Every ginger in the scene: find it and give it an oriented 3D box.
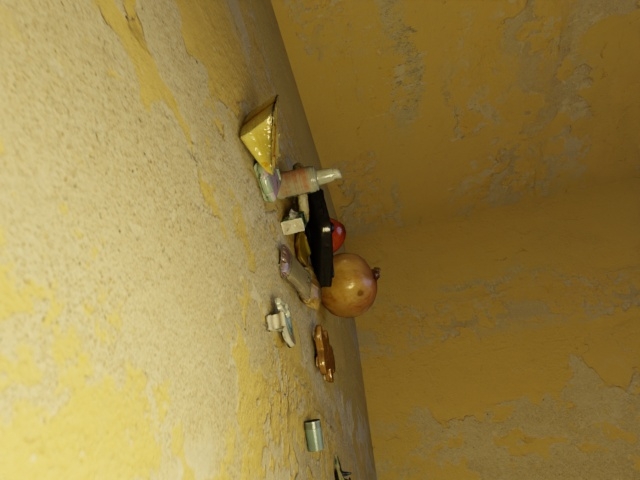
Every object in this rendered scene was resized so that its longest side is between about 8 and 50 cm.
[{"bbox_3d":[-0.041,0.166,1.764,0.131,0.086,0.294,52,12,-19],"label":"ginger"}]

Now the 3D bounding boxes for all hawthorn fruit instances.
[{"bbox_3d":[0.020,-0.009,2.190,0.196,0.196,0.225,44,64,-77],"label":"hawthorn fruit"}]

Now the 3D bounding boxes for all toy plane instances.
[{"bbox_3d":[0.097,0.899,1.611,0.262,0.088,0.192,-96,-162,-56],"label":"toy plane"}]

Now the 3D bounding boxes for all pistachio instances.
[{"bbox_3d":[-0.077,0.038,1.803,0.089,0.049,0.173,41,33,-39],"label":"pistachio"}]

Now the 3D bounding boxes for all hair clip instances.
[{"bbox_3d":[-0.109,0.241,1.285,0.220,0.054,0.140,67,7,-72],"label":"hair clip"}]

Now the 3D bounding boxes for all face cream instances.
[{"bbox_3d":[-0.047,-0.225,1.649,0.101,0.251,0.101,-12,90,-82],"label":"face cream"}]

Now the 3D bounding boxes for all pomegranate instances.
[{"bbox_3d":[0.144,0.210,2.144,0.338,0.338,0.338,-12,90,-82],"label":"pomegranate"}]

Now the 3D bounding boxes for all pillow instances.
[{"bbox_3d":[-0.084,0.117,1.549,0.233,0.038,0.131,52,29,-46],"label":"pillow"}]

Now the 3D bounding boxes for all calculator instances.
[{"bbox_3d":[-0.175,-0.221,1.497,0.246,0.045,0.141,-87,164,-65],"label":"calculator"}]

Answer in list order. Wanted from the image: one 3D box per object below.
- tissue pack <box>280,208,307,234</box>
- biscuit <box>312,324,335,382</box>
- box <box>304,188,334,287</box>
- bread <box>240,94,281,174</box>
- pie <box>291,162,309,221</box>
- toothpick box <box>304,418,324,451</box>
[{"bbox_3d":[-0.100,-0.076,1.669,0.111,0.085,0.079,-73,149,-73],"label":"tissue pack"},{"bbox_3d":[0.016,0.474,1.828,0.340,0.047,0.216,65,18,-69],"label":"biscuit"},{"bbox_3d":[-0.005,-0.019,1.884,0.350,0.091,0.359,-106,-169,-48],"label":"box"},{"bbox_3d":[-0.143,-0.323,1.383,0.178,0.135,0.240,53,17,-27],"label":"bread"},{"bbox_3d":[-0.085,-0.181,1.828,0.274,0.055,0.274,176,-90,-83],"label":"pie"},{"bbox_3d":[-0.020,0.592,1.352,0.052,0.052,0.083,49,32,-75],"label":"toothpick box"}]
